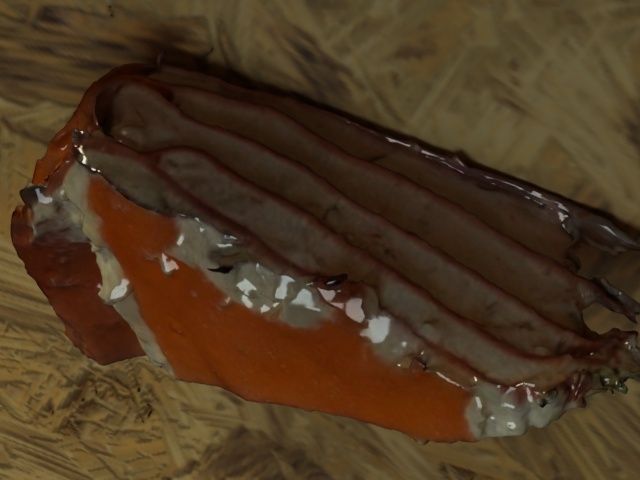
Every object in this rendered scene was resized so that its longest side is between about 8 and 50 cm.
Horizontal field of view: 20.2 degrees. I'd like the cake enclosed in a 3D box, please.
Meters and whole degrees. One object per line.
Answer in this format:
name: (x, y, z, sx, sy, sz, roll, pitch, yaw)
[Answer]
cake: (-0.002, 0.004, 0.731, 0.287, 0.098, 0.135, 9, 133, 24)
